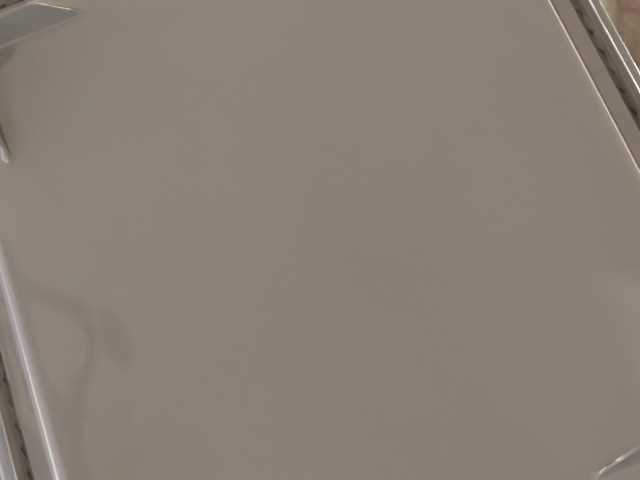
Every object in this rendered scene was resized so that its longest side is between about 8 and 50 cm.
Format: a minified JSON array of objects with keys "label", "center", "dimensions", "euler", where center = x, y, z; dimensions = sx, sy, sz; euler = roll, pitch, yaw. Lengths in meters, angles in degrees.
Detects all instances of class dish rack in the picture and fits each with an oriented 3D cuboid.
[{"label":"dish rack","center":[0.000,0.000,0.512],"dimensions":[0.286,0.072,0.332],"euler":[-21,-115,-2]}]
